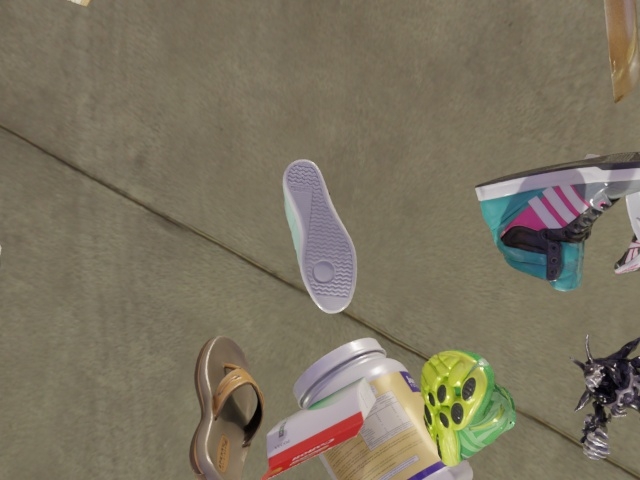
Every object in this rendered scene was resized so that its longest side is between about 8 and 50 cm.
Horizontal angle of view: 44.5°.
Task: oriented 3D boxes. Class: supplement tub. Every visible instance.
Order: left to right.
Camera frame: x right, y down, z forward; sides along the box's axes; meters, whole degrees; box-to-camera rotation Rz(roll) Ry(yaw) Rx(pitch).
[{"bbox_3d":[0.113,0.384,1.531,0.241,0.241,0.331,-33,64,-1],"label":"supplement tub"}]

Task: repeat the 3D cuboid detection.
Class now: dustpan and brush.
[{"bbox_3d":[0.573,0.006,1.344,0.060,0.147,0.211,-32,128,8],"label":"dustpan and brush"}]

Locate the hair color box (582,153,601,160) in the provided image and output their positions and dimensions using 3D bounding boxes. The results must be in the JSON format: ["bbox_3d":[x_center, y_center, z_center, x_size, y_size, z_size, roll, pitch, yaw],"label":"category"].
[{"bbox_3d":[0.500,-0.111,1.465,0.053,0.167,0.093,39,103,4],"label":"hair color box"}]

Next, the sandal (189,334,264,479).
[{"bbox_3d":[-0.080,0.155,0.721,0.049,0.180,0.072,-35,118,19],"label":"sandal"}]

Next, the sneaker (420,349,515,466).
[{"bbox_3d":[0.216,0.228,1.125,0.123,0.296,0.109,-22,59,-9],"label":"sneaker"}]

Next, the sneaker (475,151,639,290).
[{"bbox_3d":[0.368,-0.021,1.119,0.123,0.295,0.179,-19,97,-43],"label":"sneaker"}]

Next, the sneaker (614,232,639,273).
[{"bbox_3d":[0.691,0.014,1.674,0.071,0.178,0.077,-2,67,-20],"label":"sneaker"}]

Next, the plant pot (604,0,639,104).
[{"bbox_3d":[0.336,-0.273,0.878,0.032,0.236,0.237,-5,87,22],"label":"plant pot"}]

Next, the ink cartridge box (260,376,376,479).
[{"bbox_3d":[-0.010,0.301,1.261,0.181,0.224,0.056,-30,84,11],"label":"ink cartridge box"}]

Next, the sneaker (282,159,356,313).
[{"bbox_3d":[0.000,-0.001,1.331,0.094,0.151,0.256,-14,82,-2],"label":"sneaker"}]

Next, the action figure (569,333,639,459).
[{"bbox_3d":[0.460,0.251,1.127,0.275,0.140,0.164,45,114,29],"label":"action figure"}]

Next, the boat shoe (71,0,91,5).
[{"bbox_3d":[-0.207,-0.283,0.643,0.059,0.063,0.170,6,86,-23],"label":"boat shoe"}]
